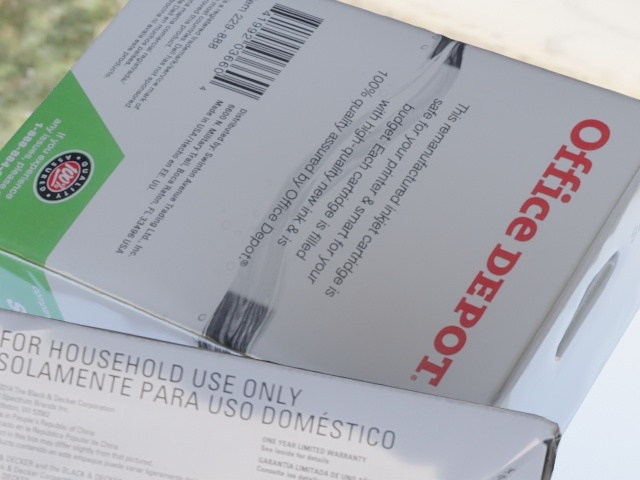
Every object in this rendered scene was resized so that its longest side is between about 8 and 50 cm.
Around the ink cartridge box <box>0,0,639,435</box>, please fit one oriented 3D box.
[{"bbox_3d":[0.000,0.000,0.845,0.289,0.211,0.121,22,149,25],"label":"ink cartridge box"}]

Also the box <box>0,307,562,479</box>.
[{"bbox_3d":[-0.034,0.076,0.506,0.169,0.087,0.290,11,175,3],"label":"box"}]
